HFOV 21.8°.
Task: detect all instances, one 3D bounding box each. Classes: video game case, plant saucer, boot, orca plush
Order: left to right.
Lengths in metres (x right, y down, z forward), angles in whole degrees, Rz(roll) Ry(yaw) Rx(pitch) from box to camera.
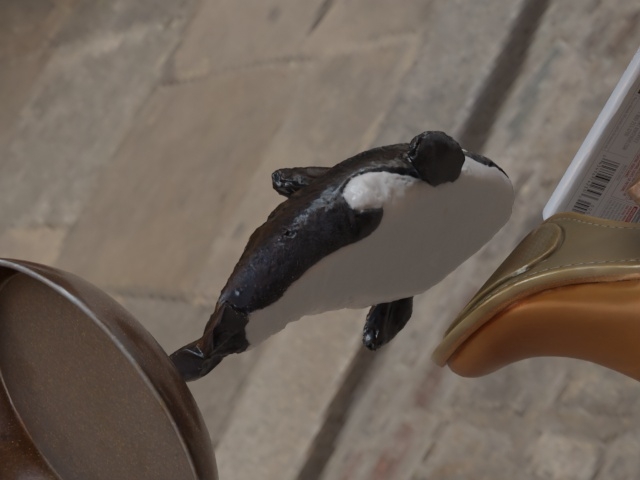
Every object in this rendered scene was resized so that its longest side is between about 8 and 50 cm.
[{"bbox_3d":[-0.100,0.077,0.703,0.029,0.168,0.168,-34,9,-38],"label":"plant saucer"},{"bbox_3d":[0.000,0.000,1.058,0.102,0.151,0.287,32,53,31],"label":"orca plush"},{"bbox_3d":[0.148,0.051,0.692,0.197,0.152,0.073,-38,6,45],"label":"boot"},{"bbox_3d":[0.309,-0.068,1.322,0.023,0.193,0.212,-90,21,-53],"label":"video game case"}]
